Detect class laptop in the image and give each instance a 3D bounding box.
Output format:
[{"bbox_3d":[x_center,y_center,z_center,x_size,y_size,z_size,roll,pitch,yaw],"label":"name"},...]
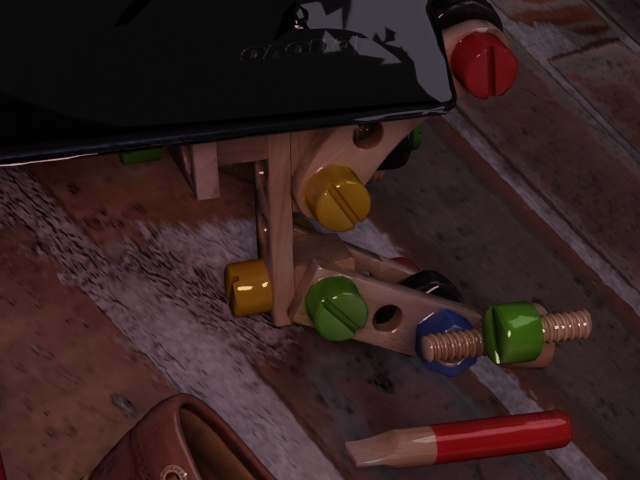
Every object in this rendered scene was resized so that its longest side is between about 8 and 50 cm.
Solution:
[{"bbox_3d":[-0.161,-0.202,1.172,0.382,0.236,0.408,-7,14,-11],"label":"laptop"}]

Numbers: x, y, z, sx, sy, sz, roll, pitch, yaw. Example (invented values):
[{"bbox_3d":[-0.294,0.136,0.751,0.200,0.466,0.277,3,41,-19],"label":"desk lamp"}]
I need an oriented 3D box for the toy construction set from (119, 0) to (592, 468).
[{"bbox_3d":[0.000,0.000,1.151,0.237,0.257,0.308,-6,54,-21],"label":"toy construction set"}]

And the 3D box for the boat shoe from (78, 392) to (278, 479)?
[{"bbox_3d":[0.020,0.213,0.887,0.342,0.123,0.123,47,25,12],"label":"boat shoe"}]

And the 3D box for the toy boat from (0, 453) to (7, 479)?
[{"bbox_3d":[-0.176,0.138,0.744,0.151,0.151,0.231,59,6,-46],"label":"toy boat"}]

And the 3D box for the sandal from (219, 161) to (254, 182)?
[{"bbox_3d":[-0.080,-0.109,1.317,0.240,0.088,0.079,15,41,-37],"label":"sandal"}]
